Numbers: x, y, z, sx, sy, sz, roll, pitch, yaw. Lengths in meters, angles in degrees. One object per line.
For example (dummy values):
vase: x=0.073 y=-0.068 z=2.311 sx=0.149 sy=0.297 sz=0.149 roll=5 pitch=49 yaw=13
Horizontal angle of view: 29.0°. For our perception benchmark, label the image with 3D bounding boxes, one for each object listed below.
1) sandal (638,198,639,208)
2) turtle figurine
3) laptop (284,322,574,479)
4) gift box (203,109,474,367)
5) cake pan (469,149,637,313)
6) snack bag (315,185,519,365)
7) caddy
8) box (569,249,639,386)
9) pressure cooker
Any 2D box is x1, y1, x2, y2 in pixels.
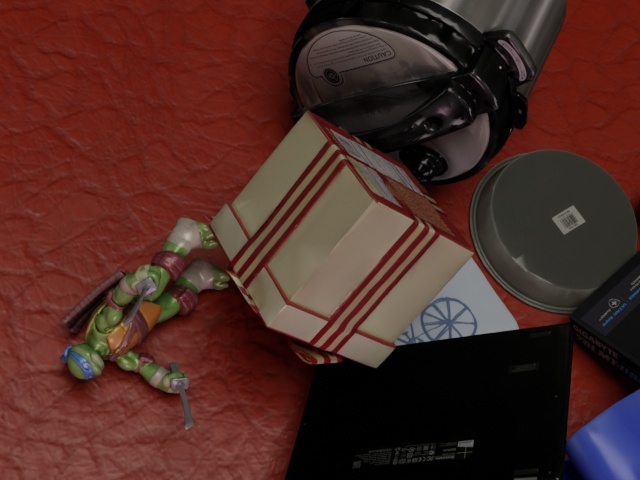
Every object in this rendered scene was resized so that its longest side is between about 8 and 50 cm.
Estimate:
sandal: x=0.610 y=-0.075 z=2.098 sx=0.090 sy=0.060 sz=0.219 roll=45 pitch=48 yaw=12
turtle figurine: x=-0.207 y=0.110 z=1.722 sx=0.198 sy=0.275 sz=0.266 roll=51 pitch=54 yaw=-19
laptop: x=0.169 y=0.355 z=1.653 sx=0.382 sy=0.236 sz=0.408 roll=-10 pitch=40 yaw=24
gift box: x=0.000 y=0.000 z=1.696 sx=0.276 sy=0.258 sz=0.255 roll=26 pitch=21 yaw=-37
cake pan: x=0.390 y=-0.025 z=2.018 sx=0.293 sy=0.054 sz=0.293 roll=6 pitch=65 yaw=-12
snack bag: x=0.095 y=0.075 z=1.908 sx=0.323 sy=0.037 sz=0.342 roll=-24 pitch=70 yaw=-23
caddy: x=0.429 y=0.339 z=1.725 sx=0.341 sy=0.241 sz=0.179 roll=-13 pitch=60 yaw=-52
box: x=0.589 y=0.120 z=1.897 sx=0.295 sy=0.073 sz=0.293 roll=-38 pitch=50 yaw=-17
pressure cooker: x=0.159 y=-0.289 z=1.894 sx=0.376 sy=0.370 sz=0.420 roll=25 pitch=59 yaw=6
